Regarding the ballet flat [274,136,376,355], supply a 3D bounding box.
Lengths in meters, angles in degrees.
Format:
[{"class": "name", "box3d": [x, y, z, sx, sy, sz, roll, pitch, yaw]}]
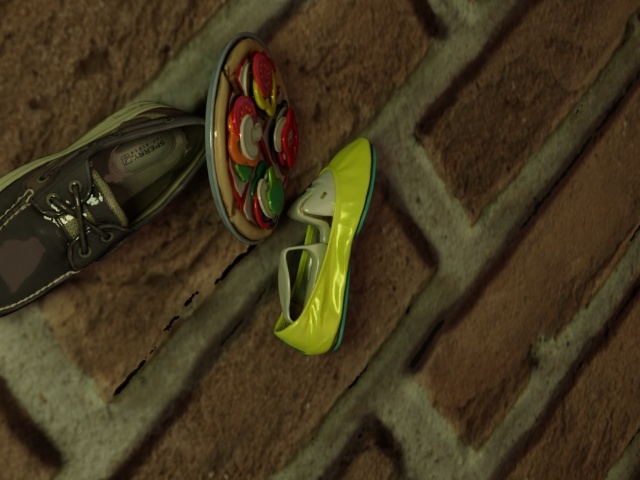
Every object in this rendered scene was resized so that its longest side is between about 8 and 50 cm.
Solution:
[{"class": "ballet flat", "box3d": [0.000, 0.000, 1.356, 0.077, 0.077, 0.231, 14, 83, -22]}]

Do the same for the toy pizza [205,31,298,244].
[{"class": "toy pizza", "box3d": [-0.057, -0.096, 1.266, 0.201, 0.032, 0.201, 0, 90, -72]}]

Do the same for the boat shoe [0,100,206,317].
[{"class": "boat shoe", "box3d": [-0.204, -0.033, 1.166, 0.285, 0.092, 0.103, -40, 113, -33]}]
